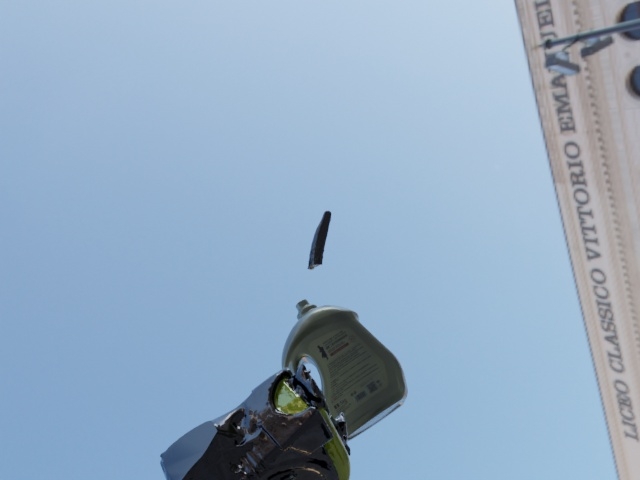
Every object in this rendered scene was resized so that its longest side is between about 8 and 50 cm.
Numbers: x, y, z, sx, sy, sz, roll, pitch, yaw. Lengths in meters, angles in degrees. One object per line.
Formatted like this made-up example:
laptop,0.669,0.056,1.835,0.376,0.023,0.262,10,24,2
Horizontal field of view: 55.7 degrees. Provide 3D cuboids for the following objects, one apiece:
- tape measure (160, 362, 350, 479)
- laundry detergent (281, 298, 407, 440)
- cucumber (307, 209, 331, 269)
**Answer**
tape measure,-0.050,0.252,0.648,0.199,0.112,0.186,-31,-53,-11
laundry detergent,0.027,0.212,1.077,0.181,0.253,0.091,-34,-25,-6
cucumber,-0.002,0.000,1.321,0.034,0.033,0.134,10,-94,8
